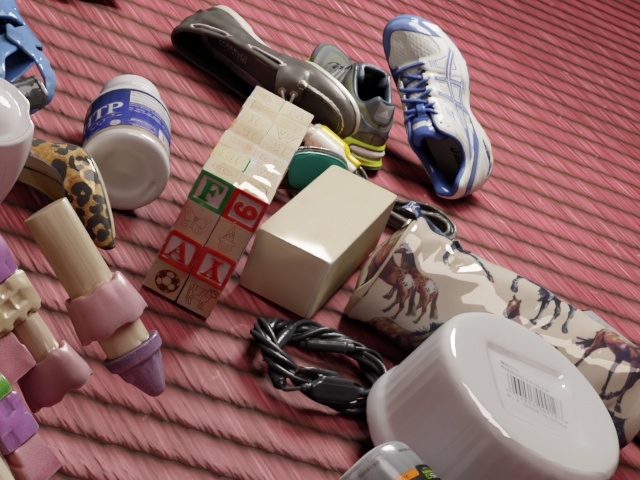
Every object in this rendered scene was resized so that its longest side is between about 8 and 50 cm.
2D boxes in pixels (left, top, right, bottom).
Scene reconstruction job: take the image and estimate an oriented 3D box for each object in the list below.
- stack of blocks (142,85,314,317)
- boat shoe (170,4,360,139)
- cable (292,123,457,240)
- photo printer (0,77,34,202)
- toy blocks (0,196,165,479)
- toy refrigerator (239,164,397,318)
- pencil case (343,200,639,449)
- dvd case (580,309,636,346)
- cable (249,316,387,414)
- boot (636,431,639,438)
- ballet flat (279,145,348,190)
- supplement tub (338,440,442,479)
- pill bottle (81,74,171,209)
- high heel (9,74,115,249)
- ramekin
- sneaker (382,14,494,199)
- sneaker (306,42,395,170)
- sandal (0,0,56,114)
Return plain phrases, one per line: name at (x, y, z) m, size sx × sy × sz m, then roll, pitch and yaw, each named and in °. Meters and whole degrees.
stack of blocks at (-0.106, -0.054, 1.840) m, size 0.087 × 0.171 × 0.297 m, roll 28°, pitch 27°, yaw -2°
boat shoe at (-0.089, -0.238, 2.253) m, size 0.335 × 0.112 × 0.095 m, roll 38°, pitch 46°, yaw 27°
cable at (0.069, -0.071, 2.142) m, size 0.287 × 0.072 × 0.139 m, roll 29°, pitch 33°, yaw -1°
photo printer at (-0.449, -0.080, 1.477) m, size 0.307 × 0.256 × 0.107 m, roll 6°, pitch 56°, yaw -36°
toy blocks at (-0.307, 0.163, 1.295) m, size 0.260 × 0.309 × 0.288 m, roll 60°, pitch 39°, yaw -11°
toy refrigerator at (0.000, 0.000, 1.940) m, size 0.102 × 0.094 × 0.269 m, roll 27°, pitch 26°, yaw 10°
pencil case at (0.242, 0.118, 1.890) m, size 0.410 × 0.160 × 0.183 m, roll 30°, pitch 48°, yaw 3°
dvd case at (0.439, 0.181, 2.075) m, size 0.253 × 0.022 × 0.180 m, roll 40°, pitch 14°, yaw 20°
cable at (0.001, 0.143, 1.757) m, size 0.184 × 0.047 × 0.150 m, roll 9°, pitch 26°, yaw -40°
boot at (0.381, 0.217, 1.994) m, size 0.087 × 0.042 × 0.118 m, roll 9°, pitch 32°, yaw -22°
ballet flat at (-0.056, -0.103, 2.054) m, size 0.188 × 0.070 × 0.070 m, roll -3°, pitch 40°, yaw -25°
supplement tub at (0.102, 0.301, 1.498) m, size 0.190 × 0.117 × 0.117 m, roll 43°, pitch 31°, yaw 25°
pill bottle at (-0.244, -0.131, 1.904) m, size 0.112 × 0.112 × 0.186 m, roll 20°, pitch 28°, yaw -17°
high heel at (-0.363, -0.069, 1.758) m, size 0.186 × 0.093 × 0.261 m, roll -21°, pitch 66°, yaw -29°
ramekin at (0.201, 0.210, 1.687) m, size 0.277 × 0.135 × 0.277 m, roll 28°, pitch 31°, yaw -18°
sneaker at (0.173, -0.204, 2.304) m, size 0.296 × 0.112 × 0.131 m, roll 63°, pitch 30°, yaw -6°
sneaker at (0.056, -0.232, 2.345) m, size 0.111 × 0.121 × 0.300 m, roll 14°, pitch 31°, yaw -28°
sandal at (-0.423, -0.258, 1.955) m, size 0.138 × 0.126 × 0.317 m, roll 16°, pitch 38°, yaw -31°
